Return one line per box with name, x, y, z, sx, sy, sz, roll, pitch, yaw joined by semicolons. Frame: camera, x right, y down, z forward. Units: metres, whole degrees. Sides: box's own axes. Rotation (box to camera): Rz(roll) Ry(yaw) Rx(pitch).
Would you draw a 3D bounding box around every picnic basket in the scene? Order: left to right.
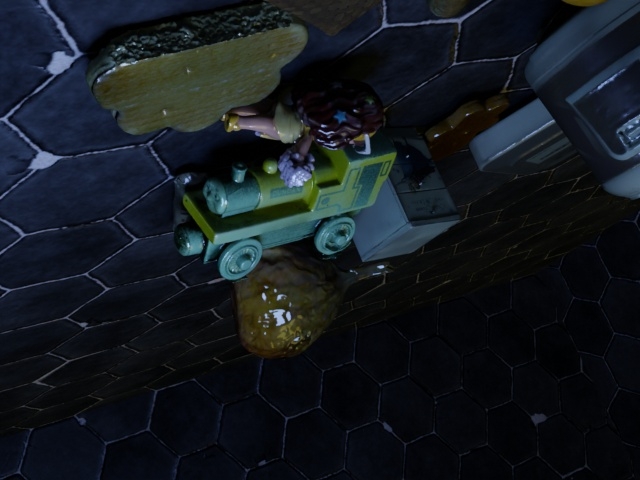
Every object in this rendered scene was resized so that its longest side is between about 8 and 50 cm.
picnic basket;-0.001;-0.303;1.007;0.110;0.055;0.193;-30;161;25

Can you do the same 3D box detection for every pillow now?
pillow;-0.212;-0.069;1.491;0.093;0.051;0.241;-23;162;-18

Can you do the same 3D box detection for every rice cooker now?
rice cooker;0.507;-0.268;1.334;0.335;0.325;0.335;-33;176;-3

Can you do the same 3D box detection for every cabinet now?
cabinet;0.132;-0.092;1.605;0.145;0.206;0.150;-9;160;-42

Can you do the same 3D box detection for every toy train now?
toy train;-0.067;-0.070;1.432;0.368;0.150;0.237;-16;141;-34

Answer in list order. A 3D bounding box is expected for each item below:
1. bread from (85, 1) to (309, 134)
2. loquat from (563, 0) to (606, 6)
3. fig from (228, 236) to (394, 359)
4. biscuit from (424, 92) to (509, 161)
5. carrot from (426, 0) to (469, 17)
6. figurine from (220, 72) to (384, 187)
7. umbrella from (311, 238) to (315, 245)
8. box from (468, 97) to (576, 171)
bread;-0.159;-0.209;1.086;0.286;0.056;0.207;-16;161;-23
loquat;0.347;-0.377;1.106;0.141;0.141;0.141;-21;164;-6
fig;-0.018;0.107;1.850;0.368;0.286;0.286;-7;164;-1
biscuit;0.269;-0.218;1.692;0.179;0.039;0.236;-18;164;-33
carrot;0.189;-0.377;1.013;0.070;0.070;0.342;-19;162;-15
figurine;-0.025;-0.175;1.245;0.240;0.175;0.116;-11;136;-15
umbrella;0.001;-0.001;2.059;0.036;0.031;0.133;-45;177;-32
box;0.537;-0.256;1.835;0.367;0.091;0.373;-31;165;30
